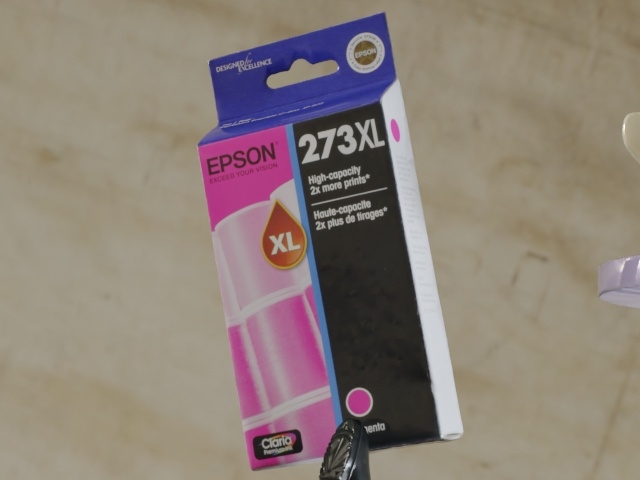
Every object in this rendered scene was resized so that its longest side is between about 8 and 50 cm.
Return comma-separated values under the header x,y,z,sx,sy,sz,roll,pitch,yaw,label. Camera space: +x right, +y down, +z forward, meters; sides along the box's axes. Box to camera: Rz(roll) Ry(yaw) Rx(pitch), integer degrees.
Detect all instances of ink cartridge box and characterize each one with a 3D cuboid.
x,y,z,sx,sy,sz,roll,pitch,yaw,label
0.000,0.000,1.498,0.176,0.371,0.069,-13,-10,21,ink cartridge box

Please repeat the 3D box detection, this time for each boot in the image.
x,y,z,sx,sy,sz,roll,pitch,yaw,label
0.047,0.213,1.418,0.099,0.121,0.045,20,-19,-21,boot

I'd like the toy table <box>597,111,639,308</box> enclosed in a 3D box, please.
x,y,z,sx,sy,sz,roll,pitch,yaw,label
0.372,-0.028,1.471,0.274,0.161,0.252,3,-11,7,toy table
